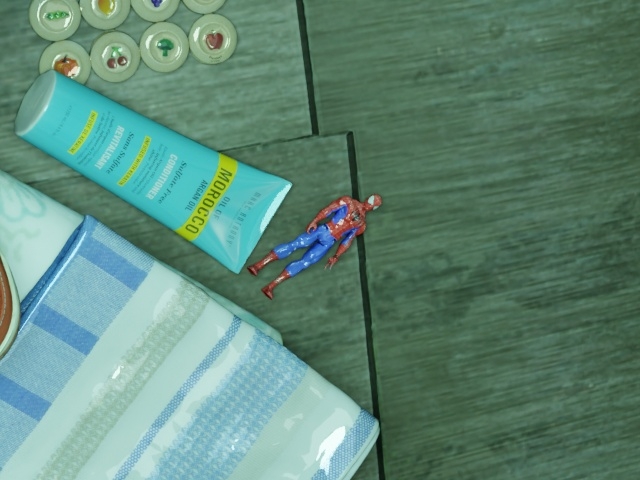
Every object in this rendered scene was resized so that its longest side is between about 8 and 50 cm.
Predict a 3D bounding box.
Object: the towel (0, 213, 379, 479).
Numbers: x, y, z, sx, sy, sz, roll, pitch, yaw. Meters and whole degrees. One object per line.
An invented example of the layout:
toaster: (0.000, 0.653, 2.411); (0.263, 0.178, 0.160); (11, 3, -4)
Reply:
towel: (-0.111, 0.141, 1.072); (0.285, 0.034, 0.209); (38, 87, -25)

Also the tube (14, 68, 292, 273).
tube: (-0.121, -0.052, 1.108); (0.207, 0.052, 0.080); (29, 101, -30)

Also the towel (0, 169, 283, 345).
towel: (-0.249, 0.152, 1.087); (0.320, 0.090, 0.374); (31, 91, -26)

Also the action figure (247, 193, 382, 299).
action figure: (0.000, 0.000, 1.169); (0.115, 0.030, 0.038); (-37, 106, -10)

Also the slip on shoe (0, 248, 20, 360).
slip on shoe: (-0.301, -0.059, 0.947); (0.123, 0.101, 0.331); (-35, 76, -2)

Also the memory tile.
memory tile: (-0.136, -0.171, 1.091); (0.148, 0.012, 0.113); (-13, 106, -16)
